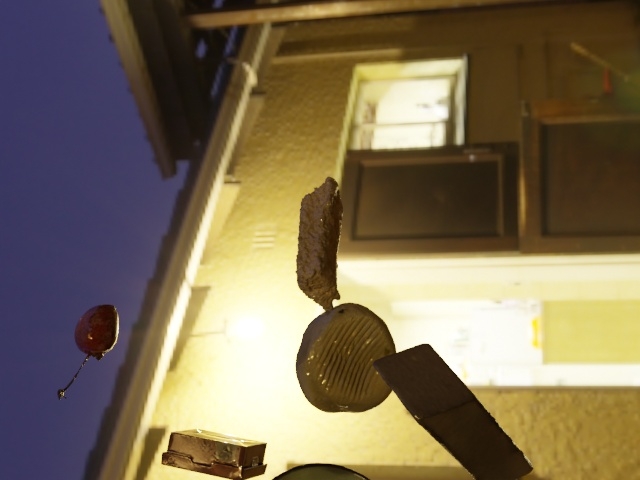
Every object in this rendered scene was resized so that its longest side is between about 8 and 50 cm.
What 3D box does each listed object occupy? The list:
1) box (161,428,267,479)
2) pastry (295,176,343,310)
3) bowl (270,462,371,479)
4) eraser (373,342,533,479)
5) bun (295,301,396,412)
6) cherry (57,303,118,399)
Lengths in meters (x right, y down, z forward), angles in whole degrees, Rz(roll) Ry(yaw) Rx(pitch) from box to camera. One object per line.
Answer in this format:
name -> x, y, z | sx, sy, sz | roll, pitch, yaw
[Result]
box -> -0.258, 0.534, 2.449 | 0.215, 0.215, 0.086 | 34, -114, -74
pastry -> -0.001, -0.002, 1.915 | 0.121, 0.089, 0.259 | 80, -170, -59
bowl -> 0.003, 0.707, 2.237 | 0.354, 0.353, 0.185 | -78, -2, -48
eraser -> 0.185, 0.241, 1.305 | 0.111, 0.077, 0.352 | 48, 180, 39
bun -> 0.052, 0.277, 2.239 | 0.160, 0.259, 0.259 | -176, 83, -71
cherry -> -0.496, 0.236, 2.092 | 0.090, 0.107, 0.226 | 34, -115, -31
